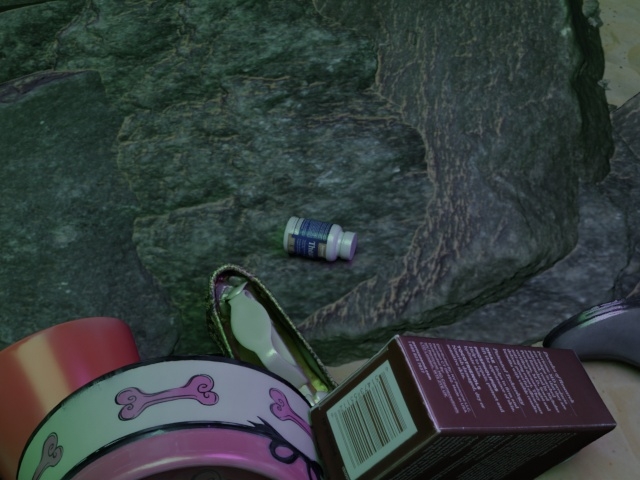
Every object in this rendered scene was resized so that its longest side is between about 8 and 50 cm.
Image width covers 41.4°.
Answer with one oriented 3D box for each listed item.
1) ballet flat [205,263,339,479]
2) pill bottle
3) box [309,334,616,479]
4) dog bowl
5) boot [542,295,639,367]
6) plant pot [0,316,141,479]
[{"bbox_3d":[-0.051,0.224,1.285,0.164,0.182,0.482,-30,60,-11],"label":"ballet flat"},{"bbox_3d":[0.000,0.000,1.489,0.120,0.067,0.067,11,60,13],"label":"pill bottle"},{"bbox_3d":[0.197,0.237,1.126,0.381,0.191,0.143,12,44,-40],"label":"box"},{"bbox_3d":[-0.173,0.350,1.068,0.408,0.408,0.150,-18,33,-5],"label":"dog bowl"},{"bbox_3d":[0.530,0.198,1.285,0.338,0.118,0.222,-12,63,3],"label":"boot"},{"bbox_3d":[-0.359,0.287,1.250,0.275,0.275,0.243,-28,69,-11],"label":"plant pot"}]
